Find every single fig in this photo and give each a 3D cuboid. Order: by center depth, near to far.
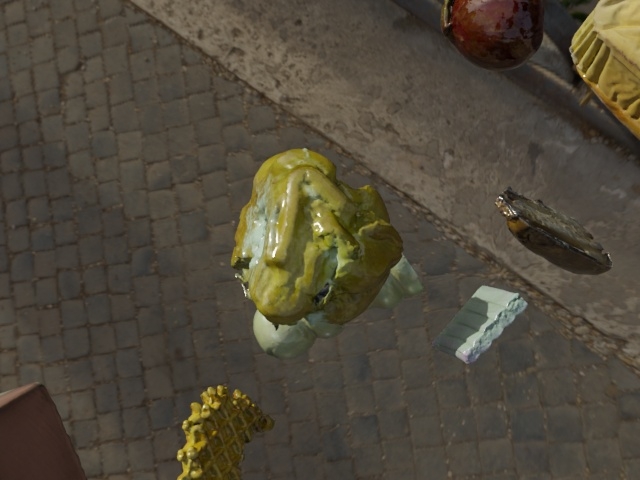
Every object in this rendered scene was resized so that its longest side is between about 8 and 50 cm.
[{"bbox_3d":[0.327,-0.424,1.324,0.205,0.205,0.205,-1,87,14],"label":"fig"}]

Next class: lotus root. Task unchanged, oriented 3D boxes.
[{"bbox_3d":[0.443,-0.004,1.353,0.078,0.329,0.167,-52,38,24],"label":"lotus root"}]

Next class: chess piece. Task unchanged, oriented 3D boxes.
[{"bbox_3d":[0.020,0.108,1.341,0.330,0.182,0.182,-32,80,4],"label":"chess piece"}]

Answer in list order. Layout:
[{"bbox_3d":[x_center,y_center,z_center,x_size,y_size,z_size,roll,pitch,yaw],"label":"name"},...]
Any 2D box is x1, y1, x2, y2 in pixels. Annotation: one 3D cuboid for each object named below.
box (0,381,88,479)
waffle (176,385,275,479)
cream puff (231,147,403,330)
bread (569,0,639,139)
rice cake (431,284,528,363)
[{"bbox_3d":[-0.187,0.188,0.311,0.215,0.086,0.215,-19,96,20],"label":"box"},{"bbox_3d":[-0.204,0.460,1.505,0.069,0.260,0.293,-14,52,32],"label":"waffle"},{"bbox_3d":[0.002,-0.006,0.796,0.194,0.221,0.195,-8,117,-15],"label":"cream puff"},{"bbox_3d":[0.394,-0.156,0.703,0.152,0.119,0.288,-40,74,0],"label":"bread"},{"bbox_3d":[0.308,0.162,1.362,0.037,0.198,0.189,45,78,-6],"label":"rice cake"}]
